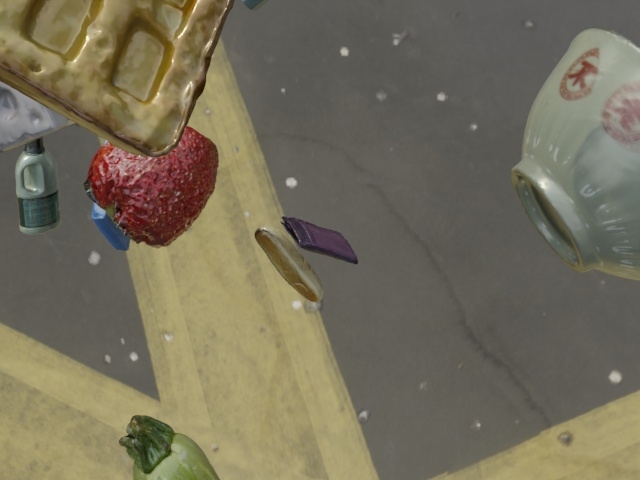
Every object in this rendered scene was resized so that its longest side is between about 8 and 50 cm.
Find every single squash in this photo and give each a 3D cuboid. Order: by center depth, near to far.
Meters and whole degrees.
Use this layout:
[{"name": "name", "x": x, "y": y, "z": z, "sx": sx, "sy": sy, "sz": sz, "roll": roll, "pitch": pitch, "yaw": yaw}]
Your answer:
[{"name": "squash", "x": -0.156, "y": 0.309, "z": 0.927, "sx": 0.137, "sy": 0.287, "sz": 0.137, "roll": -6, "pitch": 23, "yaw": 3}]

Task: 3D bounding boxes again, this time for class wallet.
[{"name": "wallet", "x": 0.000, "y": -0.001, "z": 1.661, "sx": 0.166, "sy": 0.030, "sz": 0.111, "roll": 16, "pitch": 21, "yaw": -37}]

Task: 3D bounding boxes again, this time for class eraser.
[{"name": "eraser", "x": -0.489, "y": -0.140, "z": 1.865, "sx": 0.042, "sy": 0.144, "sz": 0.312, "roll": -6, "pitch": 57, "yaw": 8}]

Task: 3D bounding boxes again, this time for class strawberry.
[{"name": "strawberry", "x": -0.341, "y": -0.128, "z": 1.636, "sx": 0.277, "sy": 0.257, "sz": 0.257, "roll": -42, "pitch": 67, "yaw": -6}]

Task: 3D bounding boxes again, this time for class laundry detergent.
[{"name": "laundry detergent", "x": -0.625, "y": -0.129, "z": 1.701, "sx": 0.070, "sy": 0.226, "sz": 0.099, "roll": 25, "pitch": 33, "yaw": 33}]

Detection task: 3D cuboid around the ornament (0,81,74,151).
[{"name": "ornament", "x": -0.373, "y": -0.237, "z": 0.911, "sx": 0.239, "sy": 0.240, "sz": 0.240, "roll": -13, "pitch": 16, "yaw": 27}]

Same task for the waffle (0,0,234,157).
[{"name": "waffle", "x": -0.230, "y": -0.266, "z": 0.647, "sx": 0.348, "sy": 0.077, "sz": 0.304, "roll": 27, "pitch": 77, "yaw": -25}]

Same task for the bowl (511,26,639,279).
[{"name": "bowl", "x": 0.331, "y": -0.062, "z": 0.907, "sx": 0.157, "sy": 0.337, "sz": 0.337, "roll": -33, "pitch": 63, "yaw": 3}]

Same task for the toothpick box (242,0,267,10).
[{"name": "toothpick box", "x": -0.109, "y": -0.483, "z": 1.469, "sx": 0.083, "sy": 0.052, "sz": 0.052, "roll": -31, "pitch": 54, "yaw": 30}]

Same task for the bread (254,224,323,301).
[{"name": "bread", "x": -0.066, "y": 0.049, "z": 1.731, "sx": 0.214, "sy": 0.073, "sz": 0.053, "roll": 50, "pitch": 44, "yaw": -9}]
